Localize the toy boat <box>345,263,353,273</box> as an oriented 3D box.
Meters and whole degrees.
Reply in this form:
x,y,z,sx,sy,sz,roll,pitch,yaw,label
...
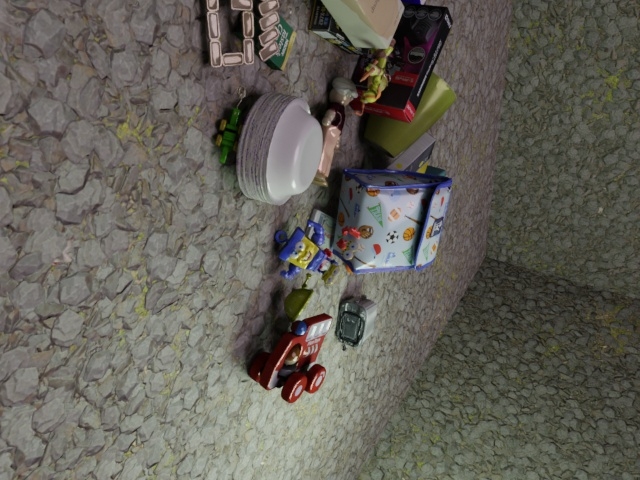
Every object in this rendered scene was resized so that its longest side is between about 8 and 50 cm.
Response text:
x,y,z,sx,sy,sz,roll,pitch,yaw,label
0.157,0.068,2.053,0.151,0.151,0.231,-49,157,21,toy boat

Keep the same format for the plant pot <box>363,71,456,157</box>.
x,y,z,sx,sy,sz,roll,pitch,yaw,label
0.291,-0.457,1.888,0.294,0.274,0.274,-57,151,5,plant pot

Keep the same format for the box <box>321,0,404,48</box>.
x,y,z,sx,sy,sz,roll,pitch,yaw,label
0.097,-0.661,1.392,0.311,0.121,0.148,27,83,-56,box

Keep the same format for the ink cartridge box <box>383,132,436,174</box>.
x,y,z,sx,sy,sz,roll,pitch,yaw,label
0.304,-0.227,2.025,0.307,0.072,0.304,-45,163,-22,ink cartridge box

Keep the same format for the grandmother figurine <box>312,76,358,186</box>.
x,y,z,sx,sy,sz,roll,pitch,yaw,label
0.031,-0.351,1.631,0.208,0.103,0.343,96,12,-83,grandmother figurine

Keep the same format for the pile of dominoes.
x,y,z,sx,sy,sz,roll,pitch,yaw,label
-0.181,-0.529,1.187,0.195,0.040,0.251,-18,120,-37,pile of dominoes

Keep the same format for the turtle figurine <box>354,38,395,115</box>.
x,y,z,sx,sy,sz,roll,pitch,yaw,label
0.172,-0.506,1.577,0.269,0.087,0.218,90,14,-76,turtle figurine

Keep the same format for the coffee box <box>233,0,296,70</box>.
x,y,z,sx,sy,sz,roll,pitch,yaw,label
-0.134,-0.517,1.303,0.184,0.040,0.113,27,82,-61,coffee box

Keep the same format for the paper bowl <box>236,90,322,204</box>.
x,y,z,sx,sy,sz,roll,pitch,yaw,label
-0.092,-0.232,1.361,0.284,0.148,0.285,17,90,-74,paper bowl

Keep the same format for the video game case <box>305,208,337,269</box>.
x,y,z,sx,sy,sz,roll,pitch,yaw,label
0.000,0.000,1.830,0.201,0.023,0.184,23,85,-61,video game case

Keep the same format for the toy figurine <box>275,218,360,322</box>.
x,y,z,sx,sy,sz,roll,pitch,yaw,label
-0.070,0.052,1.656,0.217,0.191,0.363,34,100,-20,toy figurine

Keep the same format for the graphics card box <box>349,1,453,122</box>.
x,y,z,sx,sy,sz,roll,pitch,yaw,label
0.258,-0.593,1.724,0.094,0.232,0.371,30,84,-59,graphics card box

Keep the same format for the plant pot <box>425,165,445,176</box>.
x,y,z,sx,sy,sz,roll,pitch,yaw,label
0.418,-0.212,2.306,0.234,0.165,0.166,-36,134,-39,plant pot

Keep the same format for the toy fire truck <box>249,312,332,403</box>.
x,y,z,sx,sy,sz,roll,pitch,yaw,label
-0.080,0.365,1.706,0.302,0.169,0.254,1,111,-61,toy fire truck

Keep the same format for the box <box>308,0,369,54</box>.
x,y,z,sx,sy,sz,roll,pitch,yaw,label
0.091,-0.742,1.538,0.257,0.079,0.322,-4,108,-57,box

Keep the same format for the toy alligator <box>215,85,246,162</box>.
x,y,z,sx,sy,sz,roll,pitch,yaw,label
-0.216,-0.282,1.283,0.051,0.056,0.190,-161,-94,-77,toy alligator

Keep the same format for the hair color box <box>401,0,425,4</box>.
x,y,z,sx,sy,sz,roll,pitch,yaw,label
0.359,-1.004,1.832,0.339,0.110,0.185,-59,147,-20,hair color box

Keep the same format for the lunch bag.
x,y,z,sx,sy,sz,roll,pitch,yaw,label
0.269,-0.070,1.815,0.385,0.239,0.328,-1,114,-24,lunch bag

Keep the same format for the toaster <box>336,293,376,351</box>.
x,y,z,sx,sy,sz,roll,pitch,yaw,label
0.153,0.339,2.170,0.146,0.129,0.227,-21,122,-57,toaster
